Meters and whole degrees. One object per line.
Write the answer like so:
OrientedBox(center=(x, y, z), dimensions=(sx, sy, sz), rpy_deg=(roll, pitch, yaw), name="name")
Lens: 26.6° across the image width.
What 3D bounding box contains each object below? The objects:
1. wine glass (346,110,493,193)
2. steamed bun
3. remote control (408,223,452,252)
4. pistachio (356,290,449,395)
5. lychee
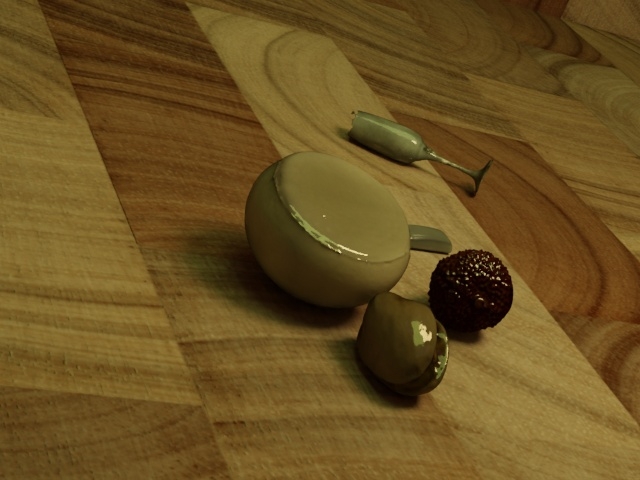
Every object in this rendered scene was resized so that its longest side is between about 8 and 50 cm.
OrientedBox(center=(0.167, -0.159, 2.357), dimensions=(0.262, 0.074, 0.074), rpy_deg=(23, 24, 3), name="wine glass")
OrientedBox(center=(0.000, 0.000, 1.796), dimensions=(0.232, 0.145, 0.232), rpy_deg=(23, 36, -18), name="steamed bun")
OrientedBox(center=(0.121, -0.011, 2.065), dimensions=(0.184, 0.027, 0.050), rpy_deg=(7, 29, -30), name="remote control")
OrientedBox(center=(0.102, 0.129, 1.684), dimensions=(0.113, 0.113, 0.149), rpy_deg=(14, 33, -19), name="pistachio")
OrientedBox(center=(0.207, 0.071, 1.876), dimensions=(0.123, 0.123, 0.129), rpy_deg=(21, -9, -6), name="lychee")
